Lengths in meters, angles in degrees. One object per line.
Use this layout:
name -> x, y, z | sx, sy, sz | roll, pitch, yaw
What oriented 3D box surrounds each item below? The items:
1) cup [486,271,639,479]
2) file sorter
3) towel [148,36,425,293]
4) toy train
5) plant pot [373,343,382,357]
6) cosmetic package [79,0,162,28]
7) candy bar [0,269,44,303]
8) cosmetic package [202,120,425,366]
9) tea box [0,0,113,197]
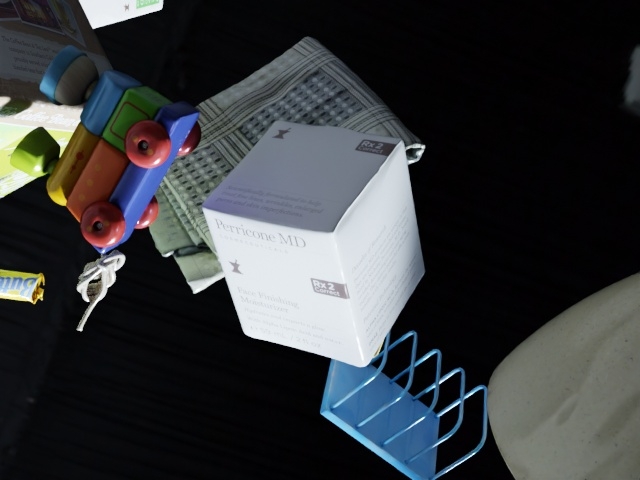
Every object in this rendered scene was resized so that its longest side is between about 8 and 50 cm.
cup -> 0.364, 0.149, 0.998 | 0.237, 0.331, 0.331 | -58, -167, 29
file sorter -> 0.104, 0.185, 1.223 | 0.104, 0.170, 0.118 | -41, -160, 32
towel -> -0.081, -0.111, 1.274 | 0.324, 0.056, 0.312 | -32, -136, -4
toy train -> -0.231, -0.049, 0.973 | 0.248, 0.143, 0.105 | -57, 176, 17
plant pot -> 0.039, 0.102, 1.396 | 0.081, 0.083, 0.081 | 27, 84, -55
cosmetic package -> -0.380, -0.424, 1.550 | 0.365, 0.155, 0.196 | -51, 148, -63
candy bar -> -0.389, 0.045, 1.166 | 0.018, 0.162, 0.040 | 26, -77, 56
cosmetic package -> 0.000, 0.000, 1.047 | 0.151, 0.151, 0.183 | -54, 143, -38
tea box -> -0.435, -0.161, 1.124 | 0.324, 0.219, 0.329 | -28, 177, 13
